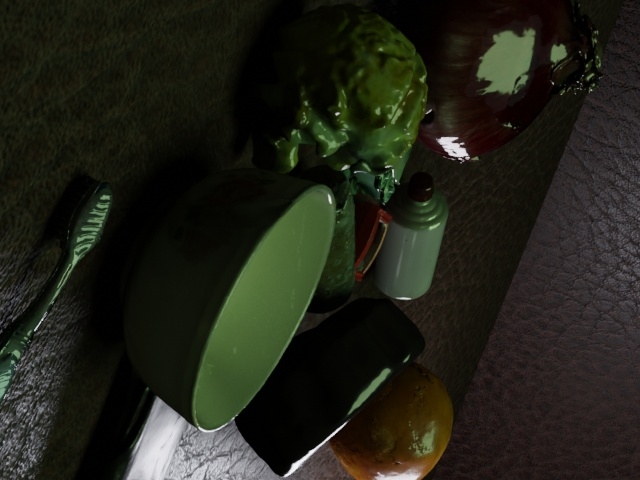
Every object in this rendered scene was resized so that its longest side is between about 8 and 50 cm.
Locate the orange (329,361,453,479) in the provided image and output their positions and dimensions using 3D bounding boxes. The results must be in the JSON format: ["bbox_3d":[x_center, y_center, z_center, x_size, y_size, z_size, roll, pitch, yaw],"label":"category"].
[{"bbox_3d":[0.128,0.331,2.451,0.240,0.240,0.240,-56,162,-28],"label":"orange"}]

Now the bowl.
[{"bbox_3d":[-0.108,0.041,1.362,0.277,0.145,0.277,-54,160,-30],"label":"bowl"}]

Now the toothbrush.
[{"bbox_3d":[-0.282,0.131,1.144,0.035,0.042,0.413,31,85,-38],"label":"toothbrush"}]

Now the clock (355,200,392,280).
[{"bbox_3d":[0.054,-0.002,1.982,0.113,0.061,0.155,-64,168,0],"label":"clock"}]

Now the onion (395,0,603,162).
[{"bbox_3d":[0.243,-0.268,1.768,0.347,0.285,0.348,16,90,-69],"label":"onion"}]

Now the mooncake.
[{"bbox_3d":[0.006,0.187,1.847,0.283,0.141,0.283,-41,176,-4],"label":"mooncake"}]

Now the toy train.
[{"bbox_3d":[0.073,-0.126,1.838,0.176,0.074,0.118,66,42,-64],"label":"toy train"}]

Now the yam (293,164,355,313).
[{"bbox_3d":[0.000,0.000,1.749,0.093,0.093,0.259,-57,162,-25],"label":"yam"}]

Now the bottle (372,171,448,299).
[{"bbox_3d":[0.147,-0.015,2.180,0.104,0.104,0.245,-52,161,-36],"label":"bottle"}]

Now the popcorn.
[{"bbox_3d":[0.011,-0.144,1.428,0.212,0.198,0.198,-30,164,4],"label":"popcorn"}]

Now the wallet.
[{"bbox_3d":[-0.217,0.270,1.543,0.378,0.051,0.197,-68,166,15],"label":"wallet"}]
